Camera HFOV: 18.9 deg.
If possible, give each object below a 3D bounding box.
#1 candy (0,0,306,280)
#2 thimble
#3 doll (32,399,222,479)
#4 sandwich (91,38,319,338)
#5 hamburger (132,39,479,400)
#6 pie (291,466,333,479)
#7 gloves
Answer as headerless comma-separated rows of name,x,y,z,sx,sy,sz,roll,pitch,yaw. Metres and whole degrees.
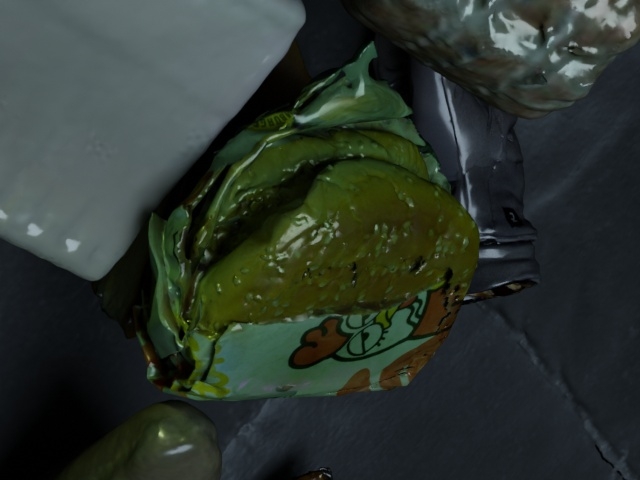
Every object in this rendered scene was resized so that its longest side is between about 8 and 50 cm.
candy,-0.203,-0.142,1.020,0.358,0.145,0.208,27,109,-38
thimble,0.116,-0.184,1.108,0.148,0.229,0.196,31,106,-15
doll,-0.226,0.151,1.103,0.378,0.252,0.382,-31,163,-38
sandwich,-0.062,-0.055,1.208,0.088,0.090,0.244,16,101,-35
hamburger,0.001,-0.003,1.121,0.214,0.125,0.235,0,132,-51
pie,-0.040,0.245,1.403,0.088,0.033,0.191,-3,116,-16
gloves,0.093,-0.094,1.269,0.142,0.119,0.286,-8,104,-56
